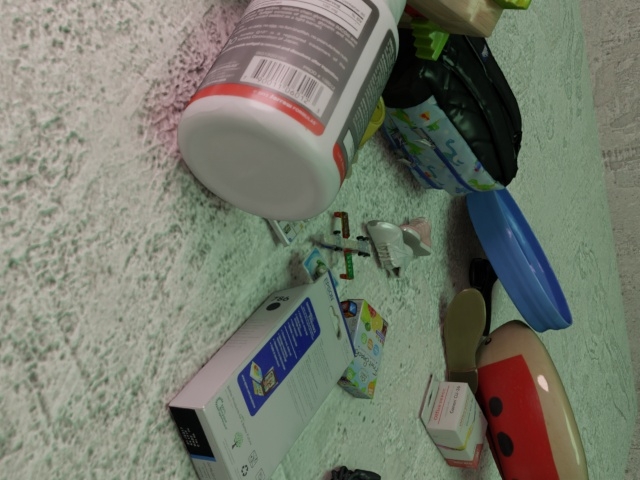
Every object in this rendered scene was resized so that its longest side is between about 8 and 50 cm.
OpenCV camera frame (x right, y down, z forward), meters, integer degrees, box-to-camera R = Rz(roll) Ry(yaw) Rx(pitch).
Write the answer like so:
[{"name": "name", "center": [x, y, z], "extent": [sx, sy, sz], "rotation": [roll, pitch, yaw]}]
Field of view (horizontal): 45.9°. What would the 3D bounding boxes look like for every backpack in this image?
[{"name": "backpack", "center": [0.251, -0.245, 1.441], "extent": [0.355, 0.273, 0.290], "rotation": [37, 51, -25]}]

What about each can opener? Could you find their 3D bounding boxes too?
[{"name": "can opener", "center": [0.381, 0.133, 1.778], "extent": [0.059, 0.073, 0.186], "rotation": [172, -81, -83]}]

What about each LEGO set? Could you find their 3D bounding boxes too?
[{"name": "LEGO set", "center": [0.000, 0.000, 1.188], "extent": [0.244, 0.060, 0.182], "rotation": [58, 40, -19]}]

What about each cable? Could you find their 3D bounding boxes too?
[{"name": "cable", "center": [0.046, 0.442, 1.212], "extent": [0.184, 0.047, 0.150], "rotation": [32, 65, -56]}]

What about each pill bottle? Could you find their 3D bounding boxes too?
[{"name": "pill bottle", "center": [-0.019, -0.222, 0.985], "extent": [0.210, 0.210, 0.362], "rotation": [54, 48, -41]}]

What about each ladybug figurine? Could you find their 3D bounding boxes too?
[{"name": "ladybug figurine", "center": [0.448, 0.399, 1.660], "extent": [0.305, 0.162, 0.449], "rotation": [80, -4, -65]}]

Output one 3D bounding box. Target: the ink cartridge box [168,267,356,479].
[{"name": "ink cartridge box", "center": [-0.063, 0.188, 1.035], "extent": [0.333, 0.065, 0.165], "rotation": [-44, 124, -49]}]

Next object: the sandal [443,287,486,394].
[{"name": "sandal", "center": [0.305, 0.216, 1.640], "extent": [0.079, 0.088, 0.240], "rotation": [-90, -179, -85]}]

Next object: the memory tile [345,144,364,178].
[{"name": "memory tile", "center": [0.043, -0.188, 1.290], "extent": [0.113, 0.012, 0.148], "rotation": [58, 42, -37]}]

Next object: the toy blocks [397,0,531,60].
[{"name": "toy blocks", "center": [0.104, -0.425, 1.154], "extent": [0.261, 0.381, 0.190], "rotation": [24, 94, -33]}]

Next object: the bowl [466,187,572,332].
[{"name": "bowl", "center": [0.453, 0.034, 1.738], "extent": [0.391, 0.077, 0.391], "rotation": [49, 24, -30]}]

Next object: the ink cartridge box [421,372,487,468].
[{"name": "ink cartridge box", "center": [0.279, 0.372, 1.565], "extent": [0.198, 0.067, 0.115], "rotation": [58, 42, -38]}]

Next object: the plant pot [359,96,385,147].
[{"name": "plant pot", "center": [0.045, -0.202, 1.195], "extent": [0.134, 0.095, 0.134], "rotation": [15, 69, -47]}]

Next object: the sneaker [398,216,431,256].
[{"name": "sneaker", "center": [0.179, -0.021, 1.460], "extent": [0.134, 0.051, 0.070], "rotation": [35, 56, -56]}]

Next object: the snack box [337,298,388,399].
[{"name": "snack box", "center": [0.067, 0.182, 1.268], "extent": [0.100, 0.037, 0.141], "rotation": [46, 50, -45]}]

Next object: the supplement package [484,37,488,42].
[{"name": "supplement package", "center": [0.252, -0.525, 1.530], "extent": [0.194, 0.149, 0.203], "rotation": [47, 49, -46]}]

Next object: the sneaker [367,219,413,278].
[{"name": "sneaker", "center": [0.126, 0.016, 1.367], "extent": [0.152, 0.054, 0.061], "rotation": [49, 51, -46]}]
